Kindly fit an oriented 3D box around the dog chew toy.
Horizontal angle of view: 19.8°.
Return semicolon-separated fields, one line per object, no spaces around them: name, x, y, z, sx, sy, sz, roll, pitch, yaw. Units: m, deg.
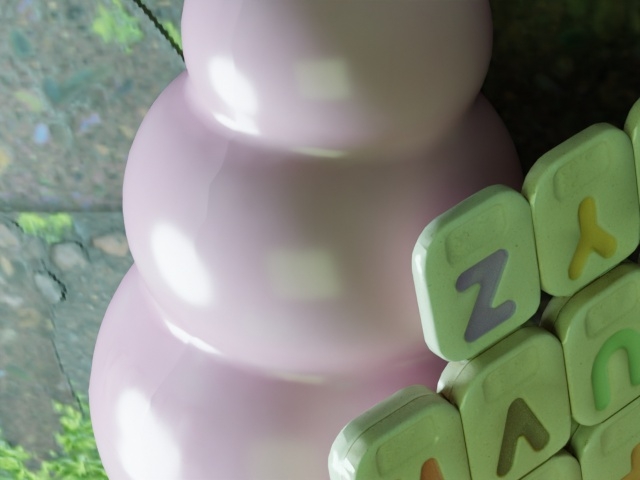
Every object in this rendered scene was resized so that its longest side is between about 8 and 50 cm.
dog chew toy;0.000;0.000;0.817;0.206;0.206;0.332;9;122;8

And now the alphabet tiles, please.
alphabet tiles;0.129;0.071;0.811;0.021;0.284;0.278;34;146;45
